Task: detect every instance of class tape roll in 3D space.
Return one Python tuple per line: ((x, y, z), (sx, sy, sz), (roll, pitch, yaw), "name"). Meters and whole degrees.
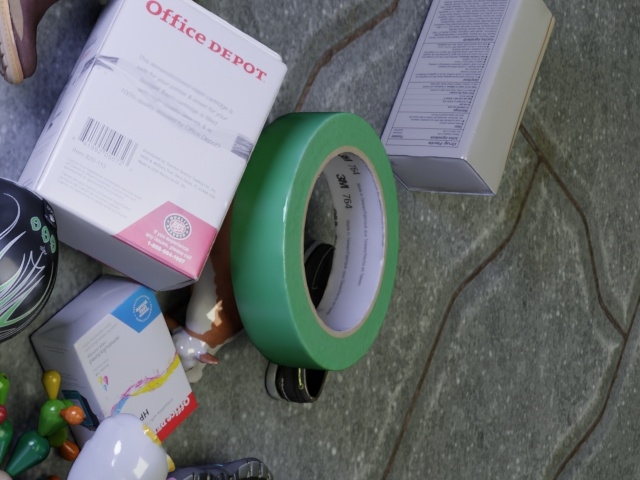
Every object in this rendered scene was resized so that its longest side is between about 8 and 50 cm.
((0.000, 0.000, 1.815), (0.321, 0.077, 0.321), (-7, 98, -62), "tape roll")

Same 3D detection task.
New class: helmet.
((-0.349, 0.031, 1.460), (0.169, 0.169, 0.161), (58, 34, -38), "helmet")

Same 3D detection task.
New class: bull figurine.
((-0.102, 0.029, 1.815), (0.188, 0.101, 0.310), (10, 88, -56), "bull figurine")

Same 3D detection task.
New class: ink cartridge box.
((-0.188, -0.116, 1.614), (0.207, 0.117, 0.283), (30, 68, -21), "ink cartridge box")
((-0.227, 0.171, 1.685), (0.134, 0.078, 0.231), (-44, 127, -40), "ink cartridge box")

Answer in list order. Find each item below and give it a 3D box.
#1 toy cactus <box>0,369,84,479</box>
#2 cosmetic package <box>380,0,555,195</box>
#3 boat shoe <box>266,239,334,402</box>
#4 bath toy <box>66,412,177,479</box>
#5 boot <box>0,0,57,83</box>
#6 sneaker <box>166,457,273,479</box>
((-0.319, 0.248, 1.573), (0.180, 0.112, 0.219), (-47, 137, -26), "toy cactus")
((0.216, -0.228, 2.146), (0.113, 0.160, 0.309), (41, 63, -46), "cosmetic package")
((-0.005, 0.111, 1.971), (0.081, 0.069, 0.228), (31, 70, -49), "boat shoe")
((-0.165, 0.346, 1.582), (0.129, 0.151, 0.348), (-38, 118, -18), "bath toy")
((-0.253, -0.293, 1.532), (0.207, 0.090, 0.248), (-6, 92, -21), "boot")
((-0.146, 0.312, 1.792), (0.267, 0.106, 0.101), (24, 69, -59), "sneaker")
